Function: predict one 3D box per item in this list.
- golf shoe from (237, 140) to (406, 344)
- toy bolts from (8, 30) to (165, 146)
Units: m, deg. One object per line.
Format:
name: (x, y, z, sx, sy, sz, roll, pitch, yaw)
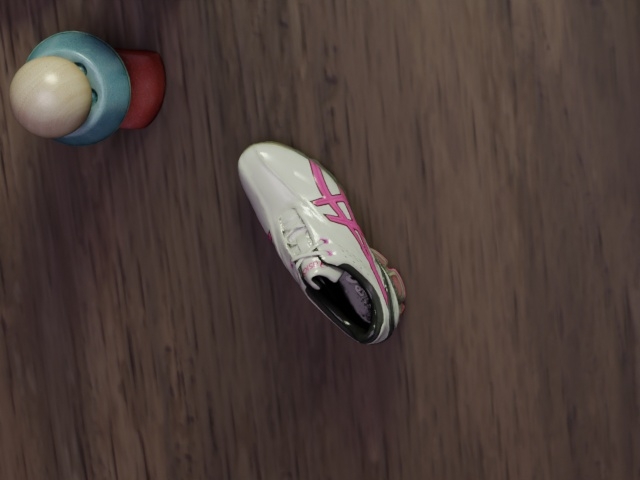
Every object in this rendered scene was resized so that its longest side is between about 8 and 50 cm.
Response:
golf shoe: (0.000, 0.000, 1.108, 0.067, 0.086, 0.186, -39, 93, 16)
toy bolts: (-0.202, -0.185, 1.061, 0.218, 0.158, 0.229, 8, 104, 7)
